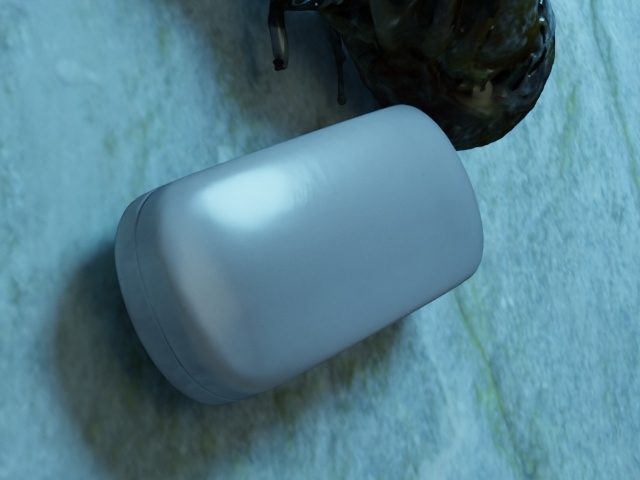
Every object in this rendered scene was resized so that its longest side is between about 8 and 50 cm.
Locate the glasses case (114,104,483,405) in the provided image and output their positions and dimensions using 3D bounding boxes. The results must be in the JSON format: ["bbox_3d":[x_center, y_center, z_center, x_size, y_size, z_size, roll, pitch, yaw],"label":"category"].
[{"bbox_3d":[0.000,0.000,0.872,0.297,0.075,0.113,-23,90,-55],"label":"glasses case"}]

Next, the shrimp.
[{"bbox_3d":[0.024,-0.164,0.961,0.343,0.145,0.116,40,17,-40],"label":"shrimp"}]
